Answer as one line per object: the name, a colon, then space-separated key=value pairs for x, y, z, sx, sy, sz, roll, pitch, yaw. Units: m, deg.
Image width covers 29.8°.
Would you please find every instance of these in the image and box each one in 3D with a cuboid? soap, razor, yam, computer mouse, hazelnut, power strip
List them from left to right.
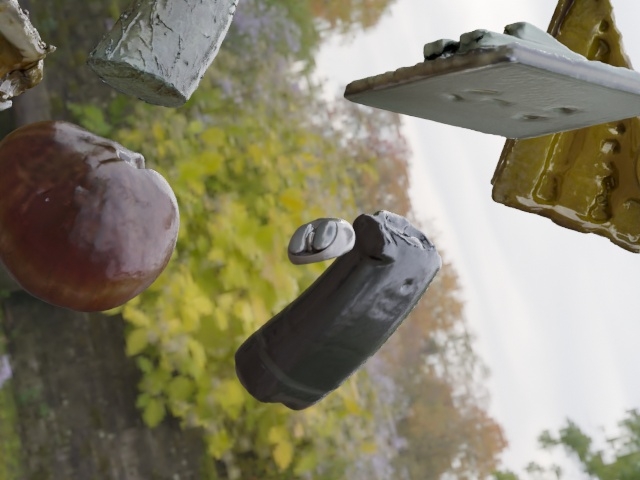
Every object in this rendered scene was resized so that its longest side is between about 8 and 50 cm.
hazelnut: x=-0.245 y=-0.029 z=1.192 sx=0.204 sy=0.178 sz=0.178 roll=46 pitch=-10 yaw=15
yam: x=-0.146 y=-0.213 z=1.194 sx=0.107 sy=0.107 sz=0.183 roll=78 pitch=33 yaw=-58
computer mouse: x=0.000 y=-0.002 z=1.260 sx=0.096 sy=0.066 sz=0.039 roll=-29 pitch=109 yaw=-68
razor: x=0.031 y=0.111 z=1.793 sx=0.204 sy=0.349 sz=0.113 roll=20 pitch=28 yaw=-54
power strip: x=0.149 y=-0.136 z=0.959 sx=0.198 sy=0.213 sz=0.064 roll=-3 pitch=-99 yaw=54
soap: x=0.429 y=-0.167 z=1.652 sx=0.169 sy=0.304 sz=0.339 roll=-73 pitch=-178 yaw=-74

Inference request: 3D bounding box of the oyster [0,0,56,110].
oyster: x=-0.237 y=-0.107 z=0.699 sx=0.078 sy=0.129 sz=0.345 roll=35 pitch=8 yaw=1
